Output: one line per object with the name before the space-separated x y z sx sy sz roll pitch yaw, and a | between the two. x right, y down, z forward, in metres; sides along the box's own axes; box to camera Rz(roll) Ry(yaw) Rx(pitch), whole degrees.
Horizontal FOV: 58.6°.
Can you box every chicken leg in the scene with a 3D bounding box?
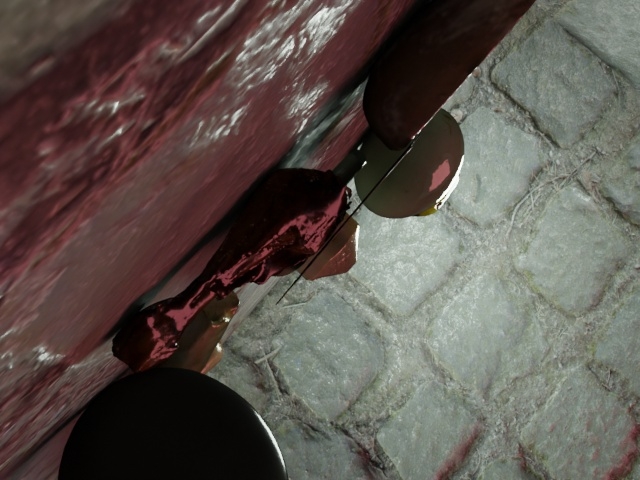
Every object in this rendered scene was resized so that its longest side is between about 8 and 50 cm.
chicken leg | -0.090 0.019 0.600 0.304 0.093 0.113 -39 157 -23

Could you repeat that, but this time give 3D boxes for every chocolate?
chocolate | 0.135 -0.228 0.650 0.254 0.080 0.157 -48 -168 13

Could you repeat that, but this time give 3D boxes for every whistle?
whistle | -0.026 -0.031 0.754 0.244 0.092 0.110 -48 177 32

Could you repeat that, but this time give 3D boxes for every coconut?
coconut | 0.000 0.000 1.050 0.147 0.152 0.147 -46 178 -2

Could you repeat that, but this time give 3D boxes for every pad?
pad | 0.038 -0.031 0.694 0.243 0.004 0.164 -49 180 20

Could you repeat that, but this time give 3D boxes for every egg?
egg | 0.179 -0.159 1.176 0.203 0.203 0.283 -47 177 -42

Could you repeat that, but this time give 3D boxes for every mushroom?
mushroom | -0.223 0.188 0.935 0.312 0.081 0.100 -55 180 38

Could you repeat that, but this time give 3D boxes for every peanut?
peanut | -0.292 0.287 1.369 0.152 0.076 0.076 -41 173 -49

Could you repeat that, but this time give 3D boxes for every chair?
chair | -0.272 0.427 0.831 0.410 0.361 0.364 -55 175 30

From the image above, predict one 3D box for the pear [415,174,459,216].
pear | 0.274 -0.198 1.727 0.284 0.283 0.283 -48 178 -2
